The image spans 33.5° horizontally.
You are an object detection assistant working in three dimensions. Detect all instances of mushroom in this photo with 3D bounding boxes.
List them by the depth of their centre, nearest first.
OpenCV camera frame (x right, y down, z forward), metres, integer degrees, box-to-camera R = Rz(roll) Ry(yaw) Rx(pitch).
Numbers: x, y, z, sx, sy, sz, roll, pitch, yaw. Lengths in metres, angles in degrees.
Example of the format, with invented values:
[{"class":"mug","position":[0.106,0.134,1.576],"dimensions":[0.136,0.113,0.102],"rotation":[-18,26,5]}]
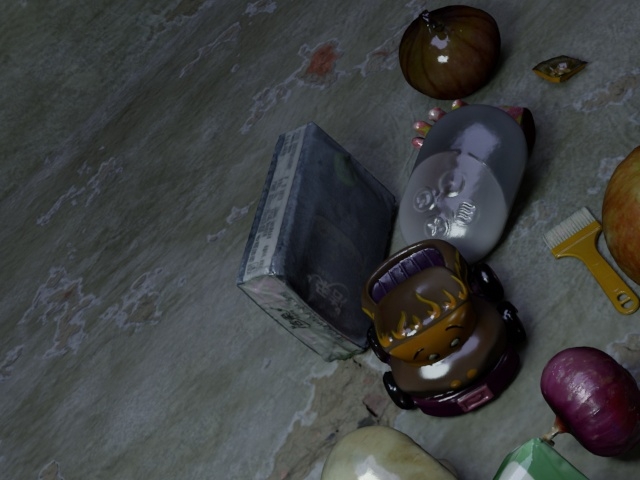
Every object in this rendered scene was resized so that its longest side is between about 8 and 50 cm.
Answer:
[{"class":"mushroom","position":[0.133,0.406,1.665],"dimensions":[0.254,0.260,0.234],"rotation":[-9,11,46]}]

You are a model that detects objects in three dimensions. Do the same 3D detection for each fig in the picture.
[{"class":"fig","position":[0.284,-0.427,2.363],"dimensions":[0.235,0.214,0.235],"rotation":[-40,13,11]}]

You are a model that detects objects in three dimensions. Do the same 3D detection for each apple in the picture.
[{"class":"apple","position":[0.606,-0.034,1.682],"dimensions":[0.309,0.250,0.277],"rotation":[15,46,24]}]

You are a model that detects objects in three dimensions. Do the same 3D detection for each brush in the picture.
[{"class":"brush","position":[0.486,0.041,1.876],"dimensions":[0.103,0.013,0.272],"rotation":[-35,39,8]}]

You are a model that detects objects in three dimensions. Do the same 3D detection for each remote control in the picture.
[{"class":"remote control","position":[0.275,-0.107,2.064],"dimensions":[0.221,0.103,0.332],"rotation":[19,86,28]}]

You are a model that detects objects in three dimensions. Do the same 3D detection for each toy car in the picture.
[{"class":"toy car","position":[0.187,0.128,1.857],"dimensions":[0.271,0.240,0.340],"rotation":[-32,41,8]}]

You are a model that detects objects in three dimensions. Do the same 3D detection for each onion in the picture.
[{"class":"onion","position":[0.409,0.243,1.604],"dimensions":[0.153,0.177,0.177],"rotation":[-21,34,-18]}]

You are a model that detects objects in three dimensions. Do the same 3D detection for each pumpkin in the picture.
[{"class":"pumpkin","position":[0.506,-0.359,2.239],"dimensions":[0.073,0.035,0.101],"rotation":[-36,33,-12]}]

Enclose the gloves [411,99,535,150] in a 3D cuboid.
[{"class":"gloves","position":[0.310,-0.211,2.189],"dimensions":[0.241,0.126,0.145],"rotation":[-6,78,32]}]

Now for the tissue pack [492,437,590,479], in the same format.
[{"class":"tissue pack","position":[0.274,0.476,1.408],"dimensions":[0.266,0.194,0.356],"rotation":[38,78,8]}]

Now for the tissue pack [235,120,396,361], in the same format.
[{"class":"tissue pack","position":[0.000,0.000,2.102],"dimensions":[0.124,0.288,0.394],"rotation":[-21,40,38]}]
